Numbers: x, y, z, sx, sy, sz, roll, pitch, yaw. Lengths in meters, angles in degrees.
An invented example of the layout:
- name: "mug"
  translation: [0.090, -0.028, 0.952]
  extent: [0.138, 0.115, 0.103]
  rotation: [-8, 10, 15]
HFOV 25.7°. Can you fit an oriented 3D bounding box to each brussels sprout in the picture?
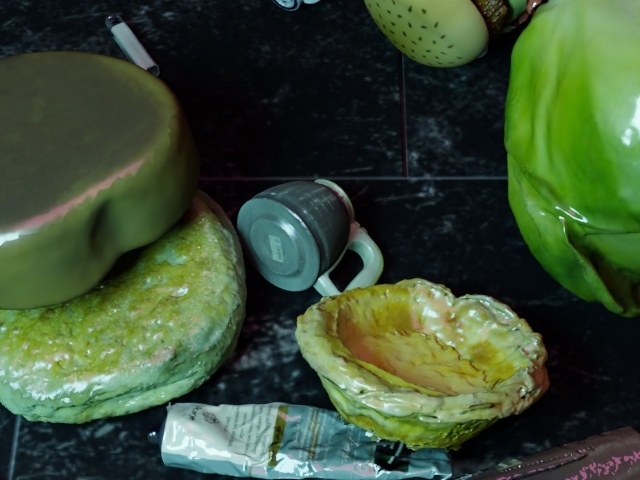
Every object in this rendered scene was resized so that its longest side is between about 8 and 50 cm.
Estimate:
- name: "brussels sprout"
  translation: [0.281, -0.086, 1.176]
  extent: [0.227, 0.259, 0.294]
  rotation: [-4, 86, -42]

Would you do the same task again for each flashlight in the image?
- name: "flashlight"
  translation: [-0.189, -0.194, 1.403]
  extent: [0.018, 0.018, 0.083]
  rotation: [-28, 60, -17]

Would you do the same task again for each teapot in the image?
- name: "teapot"
  translation: [-0.007, 0.000, 1.243]
  extent: [0.092, 0.124, 0.091]
  rotation: [-7, 23, 47]

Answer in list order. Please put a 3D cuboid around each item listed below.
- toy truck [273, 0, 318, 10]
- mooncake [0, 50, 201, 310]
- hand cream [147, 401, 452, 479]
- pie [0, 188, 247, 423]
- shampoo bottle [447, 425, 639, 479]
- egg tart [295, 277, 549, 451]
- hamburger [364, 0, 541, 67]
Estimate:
- name: "toy truck"
  translation: [-0.094, -0.340, 1.445]
  extent: [0.253, 0.124, 0.114]
  rotation: [25, 61, 19]
- name: "mooncake"
  translation: [-0.229, -0.057, 1.168]
  extent: [0.235, 0.117, 0.234]
  rotation: [-7, 47, 8]
- name: "hand cream"
  translation: [-0.018, 0.169, 1.129]
  extent: [0.248, 0.052, 0.075]
  rotation: [6, 33, 6]
- name: "pie"
  translation: [-0.198, 0.042, 1.213]
  extent: [0.277, 0.078, 0.277]
  rotation: [-4, 53, 5]
- name: "shampoo bottle"
  translation: [0.143, 0.206, 1.098]
  extent: [0.236, 0.068, 0.067]
  rotation: [-14, 66, -11]
- name: "egg tart"
  translation: [0.080, 0.105, 1.127]
  extent: [0.213, 0.090, 0.212]
  rotation: [7, 21, -3]
- name: "hamburger"
  translation: [0.120, -0.243, 1.355]
  extent: [0.175, 0.175, 0.137]
  rotation: [30, 74, 20]
